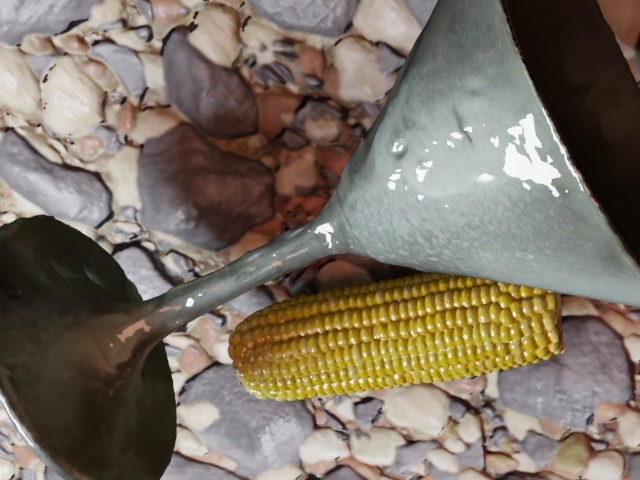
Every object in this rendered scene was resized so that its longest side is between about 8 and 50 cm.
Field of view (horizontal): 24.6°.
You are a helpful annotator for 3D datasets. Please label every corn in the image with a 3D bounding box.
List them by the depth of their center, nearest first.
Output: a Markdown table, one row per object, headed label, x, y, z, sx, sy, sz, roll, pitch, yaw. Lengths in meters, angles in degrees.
| label | x | y | z | sx | sy | sz | roll | pitch | yaw |
| --- | --- | --- | --- | --- | --- | --- | --- | --- | --- |
| corn | 0.056 | 0.066 | 1.052 | 0.248 | 0.081 | 0.081 | -10 | 118 | 16 |

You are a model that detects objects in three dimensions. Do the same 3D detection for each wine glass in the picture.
| label | x | y | z | sx | sy | sz | roll | pitch | yaw |
| --- | --- | --- | --- | --- | --- | --- | --- | --- | --- |
| wine glass | 0.000 | 0.000 | 0.906 | 0.406 | 0.267 | 0.267 | -27 | 112 | 21 |
